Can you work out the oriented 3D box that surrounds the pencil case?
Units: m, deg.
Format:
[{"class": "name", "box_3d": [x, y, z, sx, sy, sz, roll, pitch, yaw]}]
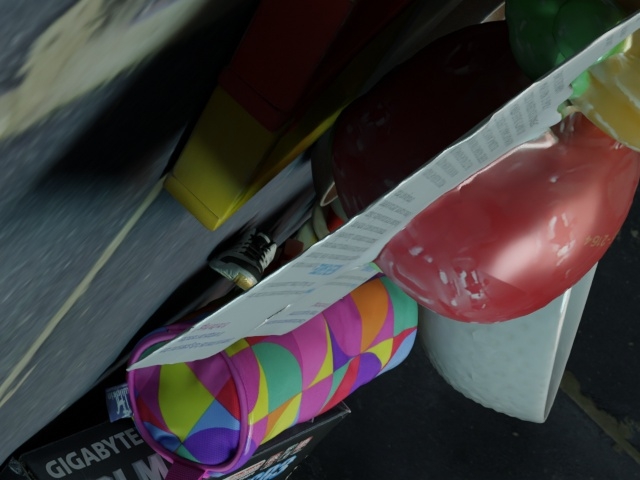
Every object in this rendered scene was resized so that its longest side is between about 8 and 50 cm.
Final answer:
[{"class": "pencil case", "box_3d": [-0.028, 0.072, 1.139, 0.104, 0.104, 0.236, -49, 167, 33]}]

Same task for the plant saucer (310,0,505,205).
[{"class": "plant saucer", "box_3d": [0.049, -0.090, 1.060, 0.168, 0.029, 0.168, -46, 177, -3]}]

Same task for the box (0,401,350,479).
[{"class": "box", "box_3d": [-0.155, 0.214, 1.194, 0.295, 0.073, 0.293, -20, 153, -55]}]

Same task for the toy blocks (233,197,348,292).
[{"class": "toy blocks", "box_3d": [0.000, 0.000, 1.289, 0.123, 0.054, 0.148, -43, 174, -25]}]

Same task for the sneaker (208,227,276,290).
[{"class": "sneaker", "box_3d": [-0.044, 0.008, 1.081, 0.037, 0.032, 0.083, -53, -174, 2]}]

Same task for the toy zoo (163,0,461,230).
[{"class": "toy zoo", "box_3d": [0.036, -0.109, 0.666, 0.192, 0.030, 0.293, -45, 176, -29]}]

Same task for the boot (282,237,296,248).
[{"class": "boot", "box_3d": [-0.045, 0.059, 1.413, 0.190, 0.069, 0.086, -32, 174, -44]}]

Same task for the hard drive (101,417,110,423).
[{"class": "hard drive", "box_3d": [-0.181, 0.202, 1.463, 0.233, 0.047, 0.353, -48, 176, 14]}]

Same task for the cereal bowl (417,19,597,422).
[{"class": "cereal bowl", "box_3d": [0.142, -0.047, 1.307, 0.339, 0.141, 0.339, 17, 90, -80]}]

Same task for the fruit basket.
[{"class": "fruit basket", "box_3d": [0.098, -0.070, 0.671, 0.353, 0.165, 0.327, -30, 176, 6]}]
